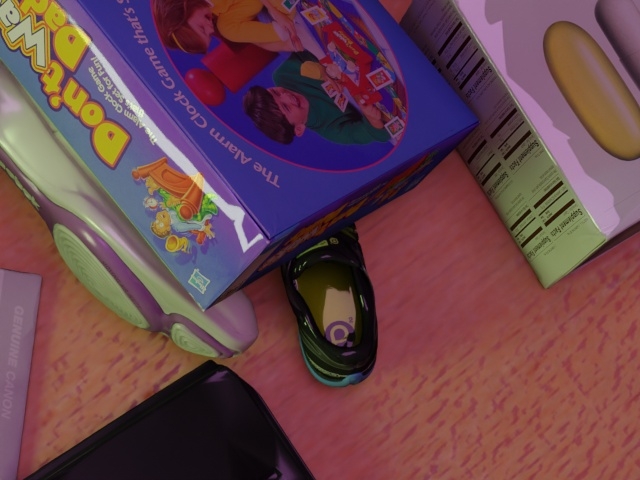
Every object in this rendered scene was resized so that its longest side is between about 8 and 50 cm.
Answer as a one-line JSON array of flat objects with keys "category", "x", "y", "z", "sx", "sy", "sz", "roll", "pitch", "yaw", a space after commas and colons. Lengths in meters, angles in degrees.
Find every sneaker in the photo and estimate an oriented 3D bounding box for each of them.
[{"category": "sneaker", "x": 0.000, "y": 0.000, "z": 1.283, "sx": 0.067, "sy": 0.078, "sz": 0.188, "roll": -15, "pitch": 79, "yaw": -12}, {"category": "sneaker", "x": -0.126, "y": -0.063, "z": 1.257, "sx": 0.152, "sy": 0.114, "sz": 0.305, "roll": -40, "pitch": 88, "yaw": -19}]

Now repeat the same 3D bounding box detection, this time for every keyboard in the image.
[{"category": "keyboard", "x": -0.128, "y": 0.231, "z": 1.220, "sx": 0.317, "sy": 0.033, "sz": 0.201, "roll": -33, "pitch": 88, "yaw": -21}]

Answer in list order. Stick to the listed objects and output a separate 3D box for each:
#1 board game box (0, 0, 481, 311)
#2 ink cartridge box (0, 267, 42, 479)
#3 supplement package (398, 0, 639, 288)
[{"category": "board game box", "x": -0.090, "y": -0.150, "z": 1.229, "sx": 0.347, "sy": 0.078, "sz": 0.233, "roll": 51, "pitch": 41, "yaw": 8}, {"category": "ink cartridge box", "x": -0.316, "y": 0.141, "z": 1.208, "sx": 0.261, "sy": 0.066, "sz": 0.296, "roll": 14, "pitch": 75, "yaw": -32}, {"category": "supplement package", "x": 0.188, "y": -0.112, "z": 1.302, "sx": 0.194, "sy": 0.149, "sz": 0.203, "roll": -30, "pitch": 83, "yaw": -14}]
